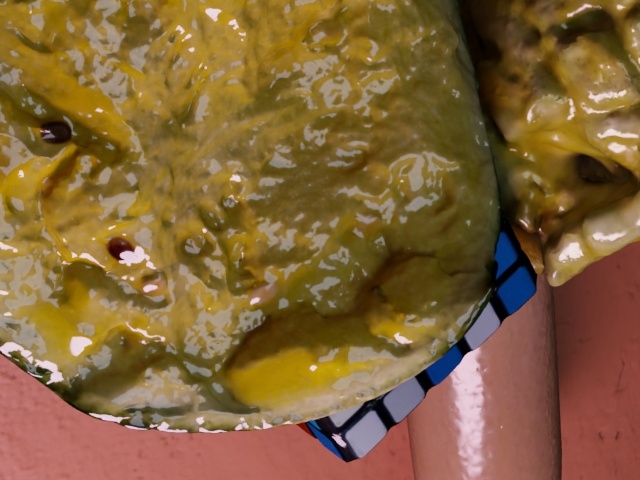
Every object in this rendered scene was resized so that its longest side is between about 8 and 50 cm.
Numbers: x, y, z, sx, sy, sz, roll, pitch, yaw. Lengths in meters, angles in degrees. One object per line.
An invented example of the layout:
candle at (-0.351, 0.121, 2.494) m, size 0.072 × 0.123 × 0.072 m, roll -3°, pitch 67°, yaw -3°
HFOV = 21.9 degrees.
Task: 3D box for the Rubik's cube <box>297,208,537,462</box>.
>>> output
Rubik's cube at (0.000, 0.000, 1.082) m, size 0.182 × 0.187 × 0.184 m, roll -41°, pitch 126°, yaw -14°

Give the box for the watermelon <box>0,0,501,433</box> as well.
watermelon at (-0.065, -0.069, 0.869) m, size 0.331 × 0.189 × 0.330 m, roll -1°, pitch 98°, yaw -10°

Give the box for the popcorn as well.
popcorn at (0.201, -0.109, 1.111) m, size 0.237 × 0.293 × 0.293 m, roll -14°, pitch 121°, yaw -1°

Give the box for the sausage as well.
sausage at (0.123, 0.112, 1.261) m, size 0.123 × 0.123 × 0.252 m, roll -23°, pitch 121°, yaw -27°
